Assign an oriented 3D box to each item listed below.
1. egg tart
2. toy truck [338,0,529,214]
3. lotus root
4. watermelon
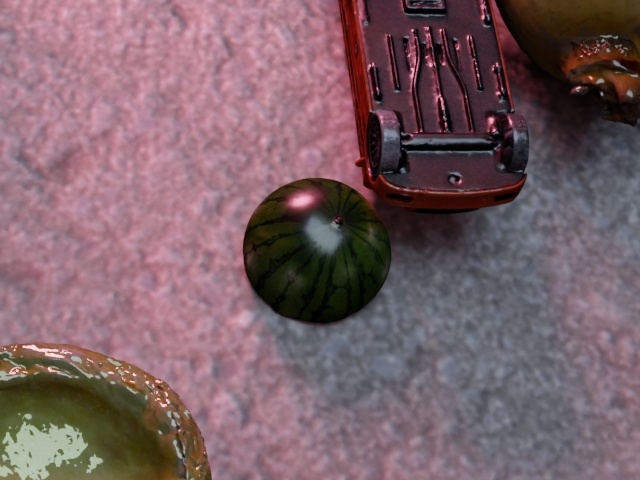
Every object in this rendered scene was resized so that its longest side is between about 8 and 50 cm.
[{"bbox_3d":[-0.162,0.150,0.927,0.197,0.078,0.197,5,58,-9],"label":"egg tart"},{"bbox_3d":[0.073,-0.120,1.104,0.107,0.114,0.252,0,60,-11],"label":"toy truck"},{"bbox_3d":[0.195,-0.226,1.162,0.169,0.151,0.342,26,50,-45],"label":"lotus root"},{"bbox_3d":[0.000,0.000,1.051,0.105,0.062,0.105,3,65,-7],"label":"watermelon"}]
